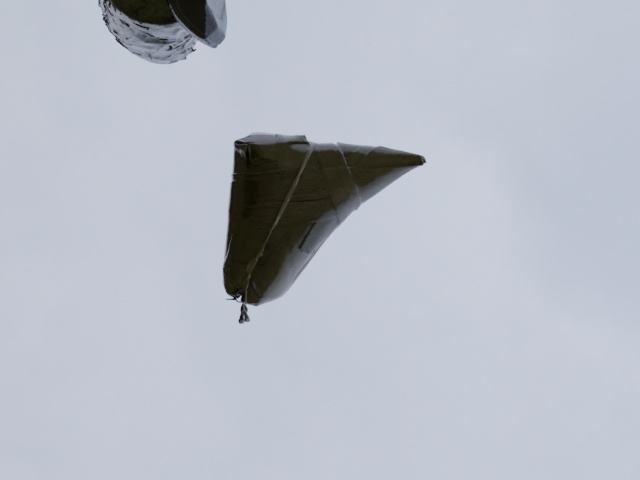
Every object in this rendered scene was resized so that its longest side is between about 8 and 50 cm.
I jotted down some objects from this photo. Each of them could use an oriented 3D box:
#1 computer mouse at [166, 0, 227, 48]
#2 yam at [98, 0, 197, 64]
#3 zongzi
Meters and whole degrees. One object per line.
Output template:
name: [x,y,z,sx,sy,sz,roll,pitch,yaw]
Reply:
computer mouse: [-0.160,-0.321,1.331,0.062,0.106,0.192,-13,-78,12]
yam: [-0.225,-0.327,1.500,0.254,0.154,0.154,179,-96,-83]
zongzi: [0.000,0.000,1.020,0.178,0.081,0.189,8,-83,12]
